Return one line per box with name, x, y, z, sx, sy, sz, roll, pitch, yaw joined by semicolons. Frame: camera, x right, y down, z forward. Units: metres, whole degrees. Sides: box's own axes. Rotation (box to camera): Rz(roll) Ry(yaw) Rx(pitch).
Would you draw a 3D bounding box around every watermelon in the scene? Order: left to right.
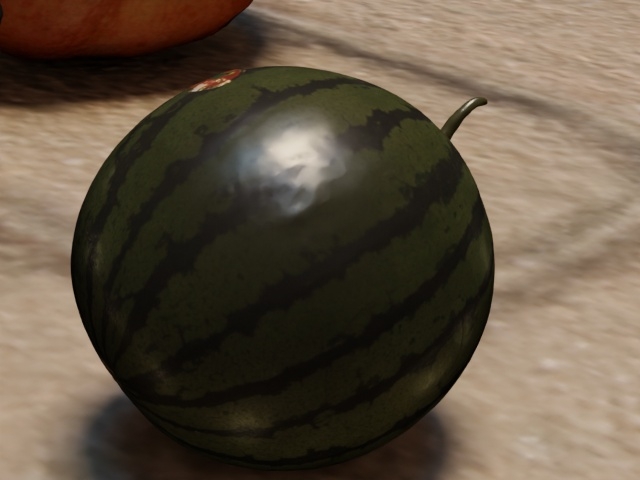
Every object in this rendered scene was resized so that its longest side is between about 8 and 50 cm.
watermelon;0.000;0.000;0.395;0.133;0.105;0.105;-36;40;-25

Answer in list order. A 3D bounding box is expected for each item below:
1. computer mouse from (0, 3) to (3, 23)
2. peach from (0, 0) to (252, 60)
computer mouse;-0.184;-0.030;0.480;0.147;0.088;0.264;-14;24;5
peach;-0.129;-0.199;0.709;0.232;0.232;0.257;-12;19;-28
